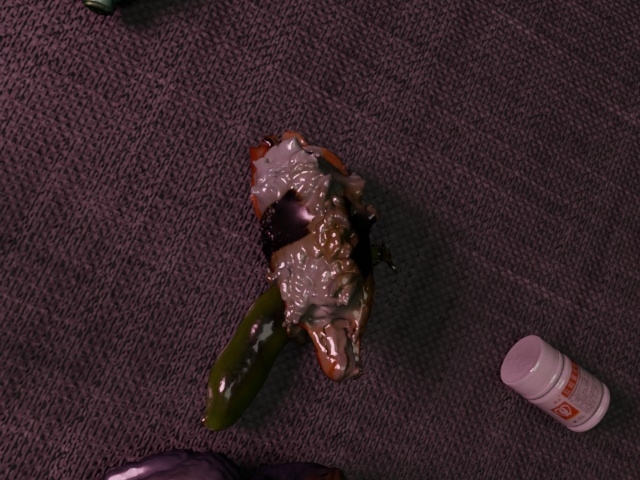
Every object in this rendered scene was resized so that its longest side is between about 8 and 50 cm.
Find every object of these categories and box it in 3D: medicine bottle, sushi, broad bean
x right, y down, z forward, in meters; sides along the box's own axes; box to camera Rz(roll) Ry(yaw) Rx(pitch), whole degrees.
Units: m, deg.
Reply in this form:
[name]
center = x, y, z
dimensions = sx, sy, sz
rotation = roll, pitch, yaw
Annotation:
[medicine bottle]
center = 0.223, 0.136, 0.639
dimensions = 0.089, 0.057, 0.057
rotation = 35, 78, -10
[sushi]
center = 0.001, -0.001, 0.537
dimensions = 0.097, 0.103, 0.225
rotation = -16, 72, -1
[broad bean]
center = -0.024, 0.068, 0.584
dimensions = 0.227, 0.039, 0.069
rotation = -40, 94, -17

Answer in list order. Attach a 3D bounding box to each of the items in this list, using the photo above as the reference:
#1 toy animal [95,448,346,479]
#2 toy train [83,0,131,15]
[toy animal]
center = -0.125, 0.224, 0.481
dimensions = 0.299, 0.185, 0.122
rotation = -22, 93, 9
[toy train]
center = -0.180, -0.274, 0.552
dimensions = 0.100, 0.070, 0.171
rotation = 15, 84, -7
